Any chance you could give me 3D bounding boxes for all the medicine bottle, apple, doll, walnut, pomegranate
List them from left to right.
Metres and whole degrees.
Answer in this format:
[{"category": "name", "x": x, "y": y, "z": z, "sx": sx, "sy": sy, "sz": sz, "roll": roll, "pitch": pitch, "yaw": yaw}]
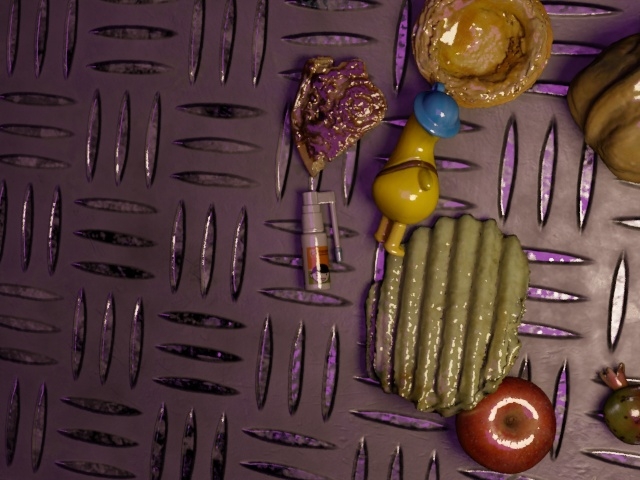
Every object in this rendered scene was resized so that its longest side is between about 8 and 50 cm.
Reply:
[{"category": "medicine bottle", "x": 0.000, "y": 0.000, "z": 1.737, "sx": 0.092, "sy": 0.061, "sz": 0.221, "roll": -5, "pitch": 90, "yaw": -9}, {"category": "doll", "x": 0.188, "y": -0.154, "z": 1.613, "sx": 0.145, "sy": 0.199, "sz": 0.363, "roll": 10, "pitch": 107, "yaw": -26}, {"category": "apple", "x": 0.377, "y": 0.376, "z": 1.588, "sx": 0.201, "sy": 0.162, "sz": 0.201, "roll": -1, "pitch": 74, "yaw": 4}, {"category": "pomegranate", "x": 0.628, "y": 0.329, "z": 1.548, "sx": 0.129, "sy": 0.129, "sz": 0.159, "roll": -7, "pitch": 46, "yaw": 16}, {"category": "walnut", "x": 0.625, "y": -0.256, "z": 1.452, "sx": 0.277, "sy": 0.253, "sz": 0.282, "roll": -28, "pitch": 85, "yaw": 14}]

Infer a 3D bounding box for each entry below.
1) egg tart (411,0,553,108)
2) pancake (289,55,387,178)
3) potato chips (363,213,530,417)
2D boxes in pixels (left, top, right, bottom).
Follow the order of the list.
[{"category": "egg tart", "x": 0.330, "y": -0.406, "z": 1.599, "sx": 0.288, "sy": 0.118, "sz": 0.288, "roll": 1, "pitch": 94, "yaw": 15}, {"category": "pancake", "x": 0.014, "y": -0.295, "z": 1.723, "sx": 0.257, "sy": 0.056, "sz": 0.212, "roll": -41, "pitch": 88, "yaw": 5}, {"category": "potato chips", "x": 0.253, "y": 0.149, "z": 1.625, "sx": 0.358, "sy": 0.070, "sz": 0.429, "roll": 3, "pitch": 76, "yaw": 32}]
